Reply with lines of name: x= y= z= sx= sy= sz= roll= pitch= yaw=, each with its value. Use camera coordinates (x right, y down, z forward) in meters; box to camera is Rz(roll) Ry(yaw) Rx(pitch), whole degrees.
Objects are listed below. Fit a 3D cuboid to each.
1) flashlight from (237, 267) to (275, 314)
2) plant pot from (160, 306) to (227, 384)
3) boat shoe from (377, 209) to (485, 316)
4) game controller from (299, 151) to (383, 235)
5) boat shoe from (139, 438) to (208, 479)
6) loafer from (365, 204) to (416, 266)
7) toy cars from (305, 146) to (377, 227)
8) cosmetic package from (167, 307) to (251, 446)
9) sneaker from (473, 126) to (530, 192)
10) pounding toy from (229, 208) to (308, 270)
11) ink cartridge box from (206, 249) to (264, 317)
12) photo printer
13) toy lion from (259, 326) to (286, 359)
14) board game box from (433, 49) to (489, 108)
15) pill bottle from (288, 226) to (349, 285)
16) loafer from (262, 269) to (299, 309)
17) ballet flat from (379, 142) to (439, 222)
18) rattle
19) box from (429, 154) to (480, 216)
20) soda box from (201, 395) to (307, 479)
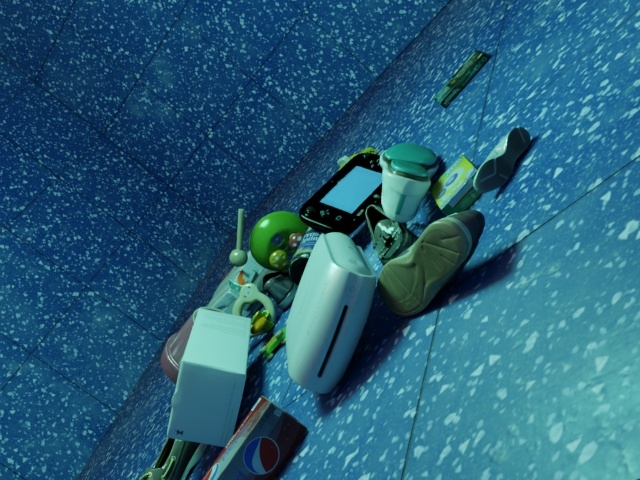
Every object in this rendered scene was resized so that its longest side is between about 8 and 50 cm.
flashlight: x=-0.155 y=0.096 z=2.361 sx=0.304 sy=0.103 sz=0.103 roll=-55 pitch=41 yaw=2
plant pot: x=-0.328 y=0.294 z=2.035 sx=0.201 sy=0.201 sz=0.180 roll=-74 pitch=10 yaw=-63
boat shoe: x=0.185 y=0.040 z=1.207 sx=0.092 sy=0.103 sz=0.285 roll=-27 pitch=-18 yaw=-30
game controller: x=0.089 y=-0.124 z=1.879 sx=0.166 sy=0.067 sz=0.319 roll=15 pitch=46 yaw=35
boat shoe: x=-0.378 y=0.569 z=1.738 sx=0.116 sy=0.096 sz=0.324 roll=-35 pitch=20 yaw=54
loafer: x=0.138 y=-0.012 z=1.559 sx=0.096 sy=0.084 sz=0.267 roll=-49 pitch=11 yaw=11
toy cars: x=0.037 y=-0.181 z=2.477 sx=0.394 sy=0.087 sz=0.176 roll=-46 pitch=12 yaw=25
cosmetic package: x=-0.265 y=0.323 z=1.768 sx=0.365 sy=0.155 sz=0.197 roll=-106 pitch=29 yaw=-74
sneaker: x=0.327 y=-0.140 z=1.325 sx=0.152 sy=0.053 sz=0.061 roll=-49 pitch=1 yaw=-18
pounding toy: x=-0.126 y=0.015 z=2.054 sx=0.110 sy=0.236 sz=0.183 roll=-135 pitch=55 yaw=-60
ink cartridge box: x=-0.291 y=0.183 z=2.556 sx=0.197 sy=0.114 sz=0.273 roll=-43 pitch=13 yaw=31
photo printer: x=0.014 y=0.135 z=1.393 sx=0.307 sy=0.107 sz=0.256 roll=-107 pitch=37 yaw=-76
toy lion: x=-0.115 y=0.258 z=1.860 sx=0.100 sy=0.034 sz=0.096 roll=-47 pitch=4 yaw=19
board game box: x=0.404 y=-0.467 z=2.085 sx=0.186 sy=0.026 sz=0.126 roll=-49 pitch=11 yaw=14
pill bottle: x=0.007 y=0.022 z=1.874 sx=0.123 sy=0.122 sz=0.219 roll=-42 pitch=15 yaw=39
loafer: x=-0.129 y=0.122 z=2.160 sx=0.109 sy=0.095 sz=0.302 roll=-51 pitch=11 yaw=0
ballet flat: x=0.188 y=-0.131 z=1.627 sx=0.139 sy=0.139 sz=0.400 roll=-48 pitch=3 yaw=18
rattle: x=-0.212 y=0.170 z=2.015 sx=0.130 sy=0.200 sz=0.142 roll=-23 pitch=-11 yaw=22
box: x=0.275 y=-0.111 z=1.447 sx=0.105 sy=0.043 sz=0.179 roll=-49 pitch=10 yaw=13
soda box: x=-0.140 y=0.415 z=1.294 sx=0.263 sy=0.092 sz=0.083 roll=-54 pitch=12 yaw=-13
